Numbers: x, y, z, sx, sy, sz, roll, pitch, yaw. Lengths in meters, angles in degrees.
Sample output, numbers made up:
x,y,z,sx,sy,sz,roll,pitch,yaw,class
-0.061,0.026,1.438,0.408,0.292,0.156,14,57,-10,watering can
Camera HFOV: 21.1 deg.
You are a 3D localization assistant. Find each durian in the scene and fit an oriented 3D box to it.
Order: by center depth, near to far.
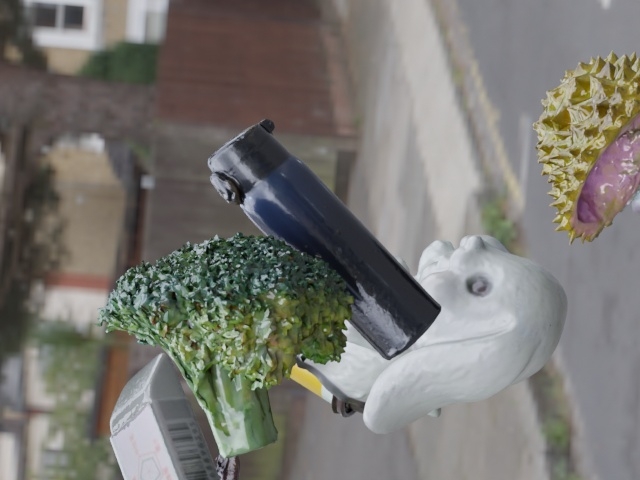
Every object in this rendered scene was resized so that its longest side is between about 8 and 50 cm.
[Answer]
x,y,z,sx,sy,sz,roll,pitch,yaw,class
0.287,-0.104,1.696,0.182,0.132,0.165,-40,19,24,durian

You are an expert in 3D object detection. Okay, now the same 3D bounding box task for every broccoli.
x,y,z,sx,sy,sz,roll,pitch,yaw,class
-0.075,0.091,1.462,0.194,0.219,0.194,167,90,-80,broccoli

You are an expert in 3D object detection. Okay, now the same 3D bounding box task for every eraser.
x,y,z,sx,sy,sz,roll,pitch,yaw,class
-0.138,0.284,1.766,0.089,0.061,0.352,-41,62,37,eraser

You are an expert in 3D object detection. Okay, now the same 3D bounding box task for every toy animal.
x,y,z,sx,sy,sz,roll,pitch,yaw,class
0.124,0.106,1.855,0.174,0.249,0.289,56,160,-11,toy animal

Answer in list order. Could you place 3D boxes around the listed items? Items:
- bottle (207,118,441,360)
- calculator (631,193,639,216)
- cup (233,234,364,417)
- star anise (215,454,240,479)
x,y,z,sx,sy,sz,roll,pitch,yaw,class
0.000,0.000,1.542,0.082,0.244,0.072,-45,5,-26,bottle
0.472,-0.030,1.773,0.185,0.298,0.041,24,-110,-74,calculator
-0.014,0.106,2.306,0.196,0.279,0.196,-57,-16,-26,cup
-0.170,0.371,2.288,0.157,0.053,0.212,-21,-49,-48,star anise
